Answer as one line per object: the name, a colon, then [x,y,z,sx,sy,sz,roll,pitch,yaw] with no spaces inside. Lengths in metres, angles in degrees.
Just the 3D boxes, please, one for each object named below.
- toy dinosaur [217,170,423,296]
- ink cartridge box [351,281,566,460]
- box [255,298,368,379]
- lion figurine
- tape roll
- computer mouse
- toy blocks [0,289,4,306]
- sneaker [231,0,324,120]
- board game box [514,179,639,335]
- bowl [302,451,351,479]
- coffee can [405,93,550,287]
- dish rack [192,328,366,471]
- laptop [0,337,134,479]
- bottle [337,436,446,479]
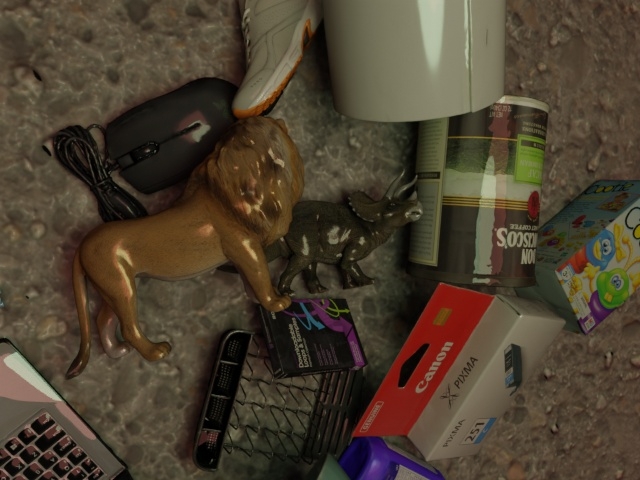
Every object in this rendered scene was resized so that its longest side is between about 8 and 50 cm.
toy dinosaur: [0.000,0.000,0.910,0.313,0.121,0.160,-7,84,-1]
ink cartridge box: [0.222,0.219,0.938,0.261,0.066,0.296,12,113,-38]
box: [-0.012,0.144,0.893,0.162,0.029,0.116,2,57,-37]
lion figurine: [-0.186,0.006,0.768,0.392,0.142,0.240,-23,101,-10]
tape roll: [0.128,-0.279,0.812,0.246,0.246,0.169,-18,117,-19]
computer mouse: [-0.206,-0.133,0.825,0.272,0.072,0.188,-36,105,-15]
toy blocks: [-0.476,0.123,0.746,0.148,0.054,0.123,-11,93,-20]
sneaker: [-0.080,-0.287,0.850,0.121,0.099,0.262,29,67,-9]
board game box: [0.495,0.023,1.075,0.275,0.144,0.142,-36,107,-14]
bowl: [-0.009,0.460,0.783,0.163,0.311,0.311,32,82,7]
coffee can: [0.245,-0.075,0.938,0.201,0.201,0.275,3,93,-22]
dish rack: [-0.051,0.252,0.917,0.271,0.074,0.208,15,89,-22]
laptop: [-0.413,0.410,0.700,0.382,0.236,0.408,-39,107,-15]
bottle: [0.157,0.432,1.001,0.283,0.092,0.118,33,94,-21]
